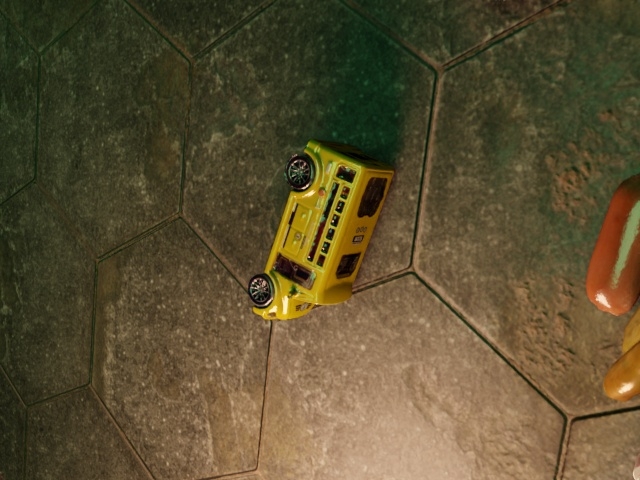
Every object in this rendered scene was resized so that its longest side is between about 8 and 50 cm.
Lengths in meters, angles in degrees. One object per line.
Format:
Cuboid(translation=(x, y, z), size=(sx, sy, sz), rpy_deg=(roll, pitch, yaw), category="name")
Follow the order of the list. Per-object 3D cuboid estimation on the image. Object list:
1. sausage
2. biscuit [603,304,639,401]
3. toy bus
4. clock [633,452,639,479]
Cuboid(translation=(0.413, 0.006, 0.842), size=(0.077, 0.077, 0.194), rpy_deg=(20, 106, 32), category="sausage")
Cuboid(translation=(0.419, 0.051, 0.737), size=(0.045, 0.154, 0.299), rpy_deg=(26, 79, 12), category="biscuit")
Cuboid(translation=(0.000, 0.000, 1.084), size=(0.151, 0.145, 0.331), rpy_deg=(27, 108, 29), category="toy bus")
Cuboid(translation=(0.524, 0.340, 0.796), size=(0.150, 0.063, 0.197), rpy_deg=(-44, 70, 28), category="clock")
